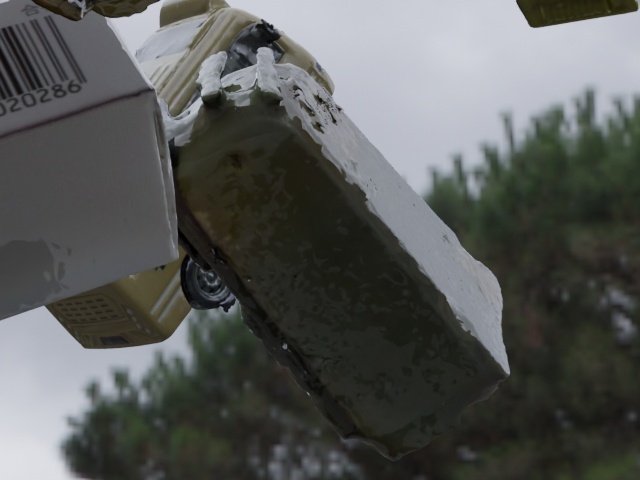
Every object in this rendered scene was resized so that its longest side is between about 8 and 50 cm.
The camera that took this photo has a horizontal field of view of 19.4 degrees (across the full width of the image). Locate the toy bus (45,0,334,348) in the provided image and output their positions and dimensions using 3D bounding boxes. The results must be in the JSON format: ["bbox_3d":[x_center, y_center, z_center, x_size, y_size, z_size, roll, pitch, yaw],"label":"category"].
[{"bbox_3d":[-0.149,-0.073,1.889,0.177,0.365,0.202,-9,-49,49],"label":"toy bus"}]

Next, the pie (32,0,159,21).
[{"bbox_3d":[-0.162,-0.206,0.709,0.083,0.339,0.339,-49,-42,13],"label":"pie"}]

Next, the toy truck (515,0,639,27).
[{"bbox_3d":[0.100,-0.225,0.947,0.136,0.111,0.286,-8,-39,23],"label":"toy truck"}]

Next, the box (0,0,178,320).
[{"bbox_3d":[-0.229,-0.045,0.862,0.274,0.203,0.116,-20,-44,-15],"label":"box"}]

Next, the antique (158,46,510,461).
[{"bbox_3d":[0.000,0.000,1.255,0.125,0.150,0.284,-35,-67,17],"label":"antique"}]
